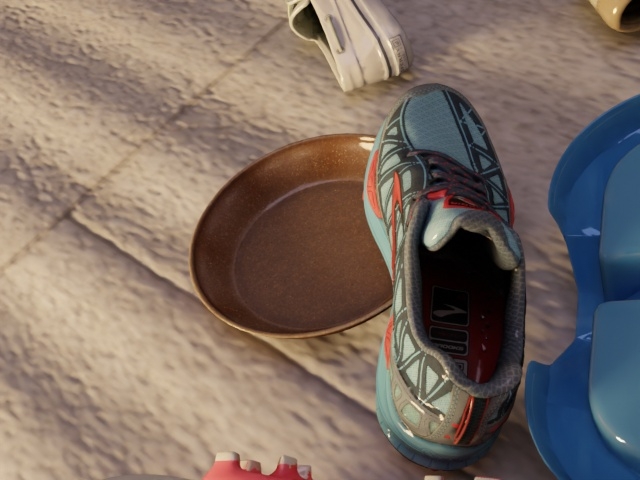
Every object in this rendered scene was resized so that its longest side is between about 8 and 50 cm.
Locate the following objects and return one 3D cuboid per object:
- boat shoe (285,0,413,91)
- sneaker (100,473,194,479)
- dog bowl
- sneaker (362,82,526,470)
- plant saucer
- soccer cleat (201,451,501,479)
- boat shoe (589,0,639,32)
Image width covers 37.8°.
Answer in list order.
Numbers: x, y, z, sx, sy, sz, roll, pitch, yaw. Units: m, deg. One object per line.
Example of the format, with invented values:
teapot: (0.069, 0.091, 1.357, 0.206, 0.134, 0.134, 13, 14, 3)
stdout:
boat shoe: (0.002, -0.221, 0.866, 0.076, 0.083, 0.226, -27, 47, -6)
sneaker: (0.035, 0.228, 0.435, 0.366, 0.150, 0.135, 24, 49, 9)
dog bowl: (0.217, 0.037, 0.540, 0.166, 0.074, 0.297, -7, 50, 30)
sneaker: (0.090, 0.000, 0.574, 0.104, 0.125, 0.261, 2, 62, -8)
plant saucer: (0.000, 0.000, 0.701, 0.199, 0.036, 0.198, -10, 47, 11)
soccer cleat: (0.041, 0.174, 0.511, 0.248, 0.083, 0.095, 2, 73, 19)
boat shoe: (0.361, -0.258, 0.758, 0.302, 0.109, 0.098, -22, 51, 8)
